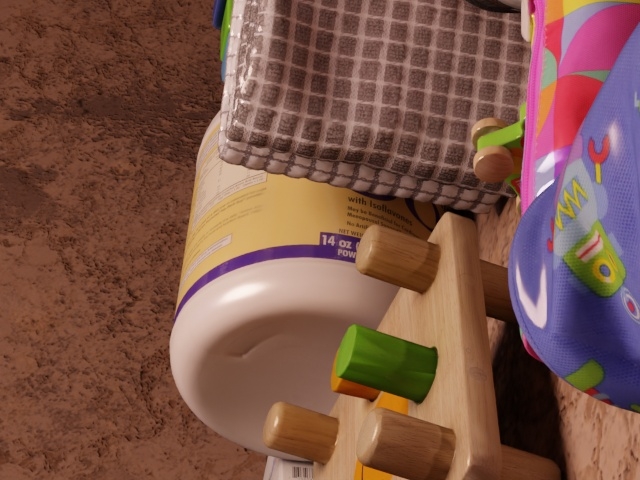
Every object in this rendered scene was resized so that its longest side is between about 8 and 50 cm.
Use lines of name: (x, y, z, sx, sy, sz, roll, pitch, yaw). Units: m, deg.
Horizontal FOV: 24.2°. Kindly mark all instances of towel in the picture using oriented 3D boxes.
towel: (0.052, -0.180, 1.149, 0.121, 0.235, 0.284, 130, 148, -72)

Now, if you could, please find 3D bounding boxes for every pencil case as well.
pencil case: (0.157, -0.038, 0.489, 0.306, 0.119, 0.133, 110, 159, -61)
pencil case: (0.142, -0.053, 0.736, 0.104, 0.104, 0.236, 109, 167, -58)

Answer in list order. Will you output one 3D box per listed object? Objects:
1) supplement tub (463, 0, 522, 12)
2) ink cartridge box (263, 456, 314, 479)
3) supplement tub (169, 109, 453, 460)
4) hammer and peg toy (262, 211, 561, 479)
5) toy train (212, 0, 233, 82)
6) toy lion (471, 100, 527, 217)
supplement tub: (0.133, -0.208, 0.982, 0.190, 0.117, 0.117, -123, 43, -80)
ink cartridge box: (0.013, 0.250, 1.350, 0.176, 0.128, 0.127, -91, 12, -64)
supplement tub: (0.000, 0.000, 1.326, 0.241, 0.241, 0.331, 106, 171, -47)
hammer and peg toy: (0.044, 0.182, 0.972, 0.361, 0.127, 0.266, -88, 21, -52)
toy train: (0.035, -0.147, 1.245, 0.105, 0.248, 0.143, 113, 160, -60)
toy lion: (0.142, -0.049, 0.858, 0.100, 0.096, 0.034, 52, -152, -37)
